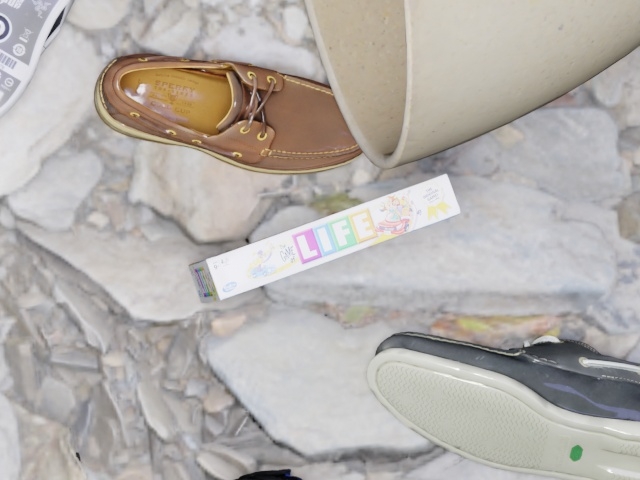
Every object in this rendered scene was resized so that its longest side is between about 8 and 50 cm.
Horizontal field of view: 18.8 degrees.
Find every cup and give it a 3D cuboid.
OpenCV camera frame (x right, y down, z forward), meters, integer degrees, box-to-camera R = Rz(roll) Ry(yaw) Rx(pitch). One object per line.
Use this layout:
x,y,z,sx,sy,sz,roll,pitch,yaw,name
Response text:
0.116,-0.224,1.096,0.237,0.331,0.331,-12,89,-9,cup

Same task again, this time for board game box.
0.000,0.000,1.184,0.154,0.103,0.026,-20,91,-11,board game box

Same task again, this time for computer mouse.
-0.188,-0.156,1.192,0.106,0.042,0.193,32,77,-12,computer mouse

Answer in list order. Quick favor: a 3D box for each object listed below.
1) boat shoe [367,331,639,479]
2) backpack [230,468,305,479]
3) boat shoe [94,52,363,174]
0.144,0.101,1.230,0.233,0.084,0.079,15,47,-2,boat shoe
-0.038,0.191,1.160,0.098,0.120,0.101,-21,91,-11,backpack
-0.051,-0.079,1.200,0.178,0.060,0.064,10,86,-9,boat shoe
